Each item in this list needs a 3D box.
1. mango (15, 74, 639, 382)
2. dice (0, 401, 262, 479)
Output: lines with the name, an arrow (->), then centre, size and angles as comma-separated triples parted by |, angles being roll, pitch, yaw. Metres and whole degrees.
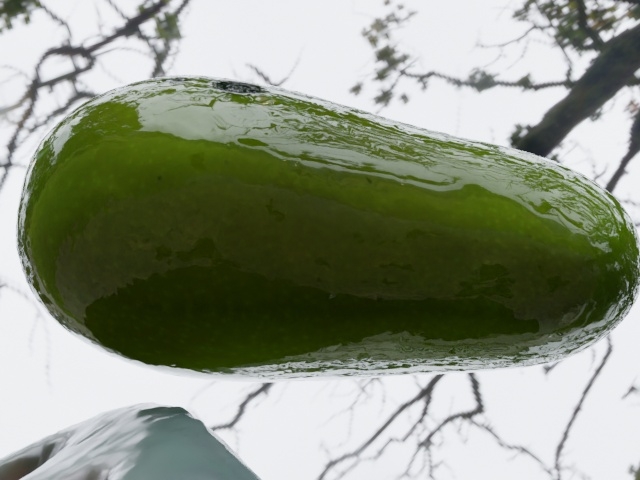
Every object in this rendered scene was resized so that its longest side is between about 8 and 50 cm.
mango -> 0.000, 0.000, 0.543 | 0.293, 0.175, 0.142 | 5, -100, 12
dice -> -0.107, 0.240, 0.463 | 0.264, 0.268, 0.262 | 61, -20, -7
